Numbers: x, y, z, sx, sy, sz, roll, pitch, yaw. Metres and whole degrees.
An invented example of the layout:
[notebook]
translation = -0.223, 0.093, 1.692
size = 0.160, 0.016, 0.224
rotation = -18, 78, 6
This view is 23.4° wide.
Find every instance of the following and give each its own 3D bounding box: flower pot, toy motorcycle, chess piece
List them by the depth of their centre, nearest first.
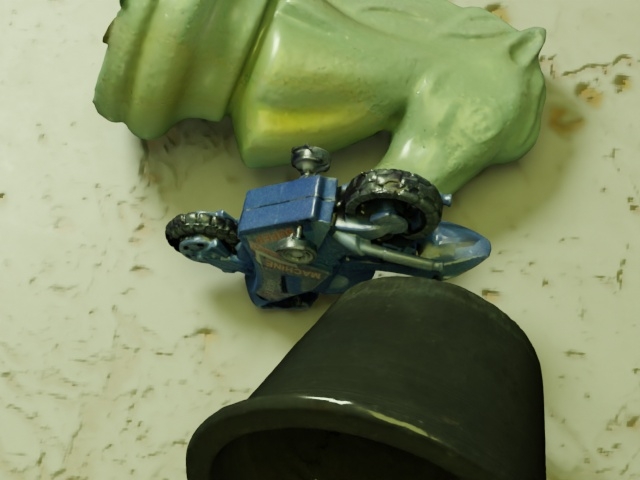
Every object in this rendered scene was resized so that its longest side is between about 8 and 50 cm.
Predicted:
[flower pot]
translation = 0.049, 0.119, 0.941
size = 0.235, 0.235, 0.148
rotation = 17, 51, 8
[toy motorcycle]
translation = 0.000, 0.000, 1.009
size = 0.205, 0.114, 0.076
rotation = -10, 57, 32
[chess piece]
translation = 0.007, -0.111, 1.063
size = 0.298, 0.176, 0.175
rotation = 20, 70, -4
